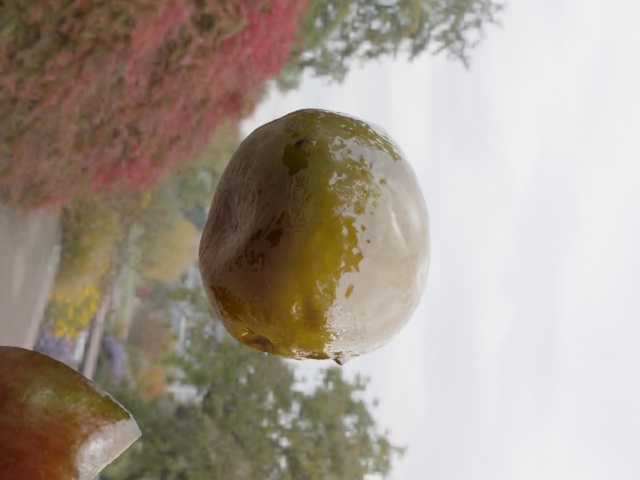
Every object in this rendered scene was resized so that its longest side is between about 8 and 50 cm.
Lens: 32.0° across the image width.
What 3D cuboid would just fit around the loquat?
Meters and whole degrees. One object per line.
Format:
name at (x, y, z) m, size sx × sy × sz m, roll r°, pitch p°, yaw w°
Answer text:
loquat at (0.000, 0.000, 1.287) m, size 0.276 × 0.276 × 0.284 m, roll 113°, pitch -18°, yaw -72°

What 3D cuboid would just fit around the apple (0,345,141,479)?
apple at (-0.401, 0.260, 1.414) m, size 0.346 × 0.179 × 0.254 m, roll -10°, pitch -104°, yaw 40°

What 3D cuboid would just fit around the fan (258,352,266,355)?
fan at (-0.119, 0.099, 1.622) m, size 0.016 × 0.038 × 0.193 m, roll -48°, pitch 128°, yaw -28°
